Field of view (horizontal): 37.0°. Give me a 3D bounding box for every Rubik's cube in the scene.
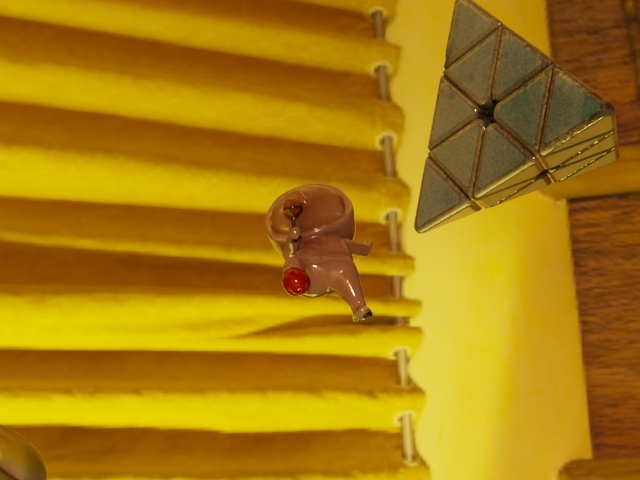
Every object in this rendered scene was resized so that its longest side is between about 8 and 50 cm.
[{"bbox_3d":[0.252,-0.146,1.185,0.233,0.228,0.228,-60,153,-44],"label":"Rubik's cube"}]

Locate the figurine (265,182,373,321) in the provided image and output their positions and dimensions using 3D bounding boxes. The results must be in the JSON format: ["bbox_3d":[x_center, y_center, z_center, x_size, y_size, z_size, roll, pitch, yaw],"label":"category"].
[{"bbox_3d":[0.000,0.000,1.557,0.288,0.176,0.186,-97,179,-50],"label":"figurine"}]

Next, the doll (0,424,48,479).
[{"bbox_3d":[-0.137,0.089,0.291,0.245,0.142,0.076,93,15,-79],"label":"doll"}]
